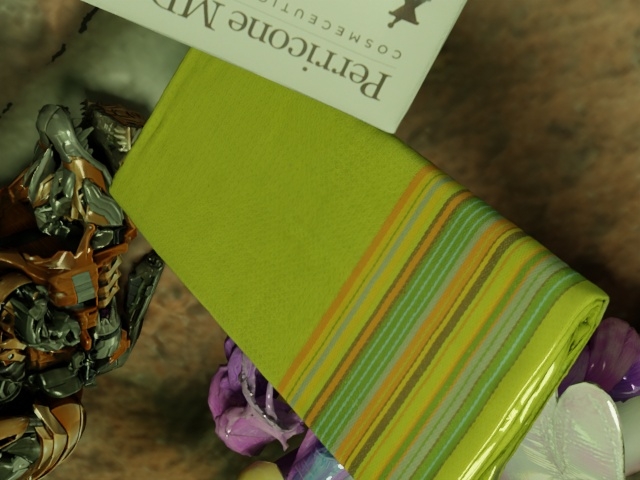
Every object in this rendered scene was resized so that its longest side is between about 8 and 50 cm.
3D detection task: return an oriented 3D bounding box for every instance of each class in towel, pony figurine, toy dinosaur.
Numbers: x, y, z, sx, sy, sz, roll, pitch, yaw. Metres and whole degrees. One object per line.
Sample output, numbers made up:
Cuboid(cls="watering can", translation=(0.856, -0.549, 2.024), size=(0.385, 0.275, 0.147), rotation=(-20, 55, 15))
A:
Cuboid(cls="towel", translation=(0.000, 0.000, 0.488), size=(0.021, 0.237, 0.102), rotation=(22, 106, -46))
Cuboid(cls="pony figurine", translation=(0.040, 0.114, 0.631), size=(0.363, 0.303, 0.351), rotation=(-41, 139, 6))
Cuboid(cls="toy dinosaur", translation=(-0.184, 0.080, 0.672), size=(0.164, 0.218, 0.322), rotation=(14, 98, 41))

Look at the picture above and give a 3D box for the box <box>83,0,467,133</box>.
Cuboid(cls="box", translation=(-0.021, -0.160, 0.493), size=(0.181, 0.182, 0.119), rotation=(22, 125, -7))
